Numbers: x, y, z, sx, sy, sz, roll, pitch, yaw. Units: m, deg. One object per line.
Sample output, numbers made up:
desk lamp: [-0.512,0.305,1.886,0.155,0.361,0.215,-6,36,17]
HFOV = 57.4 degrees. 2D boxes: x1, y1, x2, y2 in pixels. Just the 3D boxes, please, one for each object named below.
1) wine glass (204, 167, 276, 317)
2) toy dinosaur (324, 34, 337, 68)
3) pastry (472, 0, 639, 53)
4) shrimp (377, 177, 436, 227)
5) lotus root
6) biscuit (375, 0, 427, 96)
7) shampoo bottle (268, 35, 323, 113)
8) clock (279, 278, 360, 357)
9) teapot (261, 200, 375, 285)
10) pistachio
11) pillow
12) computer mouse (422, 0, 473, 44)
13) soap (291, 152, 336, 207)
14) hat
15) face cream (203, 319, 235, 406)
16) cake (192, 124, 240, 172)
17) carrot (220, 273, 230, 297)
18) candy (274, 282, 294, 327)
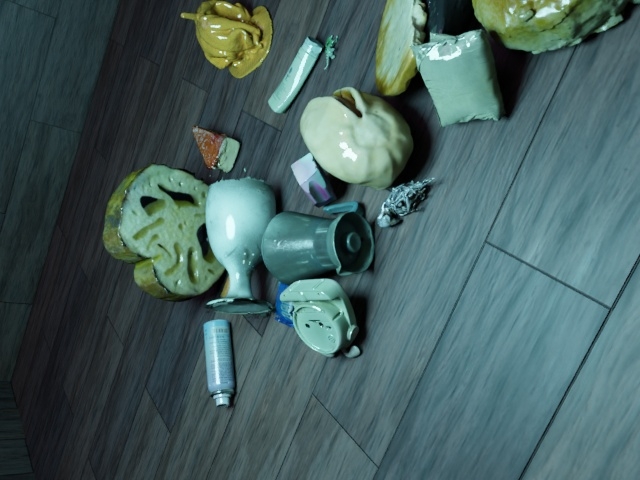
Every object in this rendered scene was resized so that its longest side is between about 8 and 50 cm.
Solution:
wine glass: [-0.204,0.013,1.500,0.190,0.190,0.357,-22,65,46]
toy dinosaur: [0.019,-0.481,1.478,0.083,0.021,0.062,-54,38,22]
pastry: [0.377,-0.461,0.952,0.329,0.136,0.330,-12,74,48]
shrimp: [0.170,-0.081,1.177,0.165,0.056,0.065,-39,37,50]
lotus root: [-0.412,-0.030,1.653,0.111,0.375,0.391,-16,107,48]
biscuit: [0.164,-0.416,1.214,0.205,0.040,0.309,118,158,-55]
shampoo bottle: [-0.067,-0.437,1.548,0.212,0.049,0.072,-56,41,25]
clock: [0.007,0.175,1.248,0.151,0.062,0.191,-8,112,42]
teapot: [0.000,0.000,1.297,0.225,0.171,0.203,-6,47,43]
pistachio: [0.068,-0.220,1.238,0.318,0.193,0.214,45,157,58]
pillow: [0.253,-0.286,1.048,0.134,0.181,0.078,7,46,43]
computer mouse: [0.247,-0.455,1.146,0.147,0.088,0.265,-179,96,-75]
soap: [-0.014,-0.134,1.335,0.056,0.149,0.100,-28,57,7]
hat: [-0.304,-0.622,1.733,0.234,0.233,0.244,-59,42,24]
face cream: [-0.276,0.337,1.600,0.075,0.075,0.230,-31,58,42]
cake: [-0.333,-0.278,1.801,0.220,0.086,0.117,26,99,49]
carrot: [-0.216,0.060,1.620,0.057,0.057,0.224,20,91,50]
candy: [-0.085,0.139,1.442,0.088,0.038,0.136,14,99,57]
